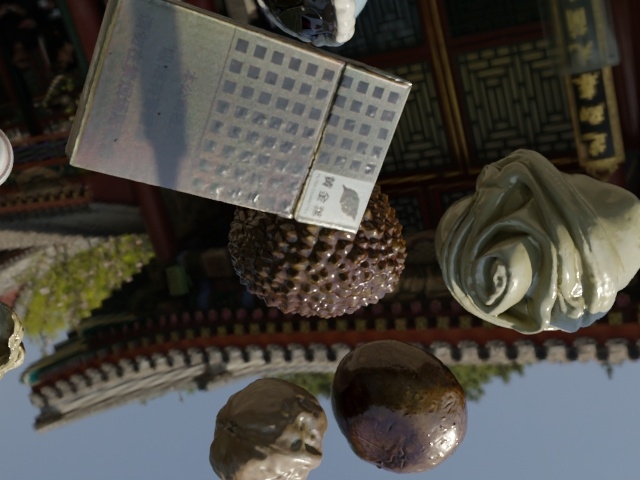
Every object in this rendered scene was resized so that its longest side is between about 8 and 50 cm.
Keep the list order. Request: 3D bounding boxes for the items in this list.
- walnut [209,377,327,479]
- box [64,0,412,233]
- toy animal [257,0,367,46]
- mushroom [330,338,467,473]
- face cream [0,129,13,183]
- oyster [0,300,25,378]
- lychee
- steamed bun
[{"bbox_3d":[-0.108,0.430,1.877,0.227,0.273,0.273,-15,-165,34],"label":"walnut"},{"bbox_3d":[-0.076,-0.126,0.885,0.325,0.180,0.047,13,-164,-27],"label":"box"},{"bbox_3d":[0.009,-0.418,1.354,0.208,0.156,0.204,20,-107,32],"label":"toy animal"},{"bbox_3d":[0.184,0.402,2.033,0.345,0.345,0.239,-7,-131,24],"label":"mushroom"},{"bbox_3d":[-0.551,-0.133,1.377,0.117,0.117,0.104,-19,179,-11],"label":"face cream"},{"bbox_3d":[-0.615,0.181,1.634,0.161,0.232,0.107,36,-141,23],"label":"oyster"},{"bbox_3d":[0.000,0.000,1.301,0.267,0.267,0.267,-14,-162,5],"label":"lychee"},{"bbox_3d":[0.351,0.039,1.427,0.324,0.309,0.219,27,-137,0],"label":"steamed bun"}]
